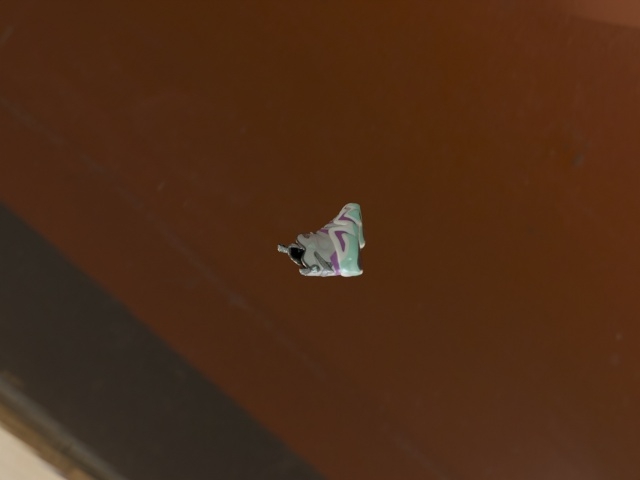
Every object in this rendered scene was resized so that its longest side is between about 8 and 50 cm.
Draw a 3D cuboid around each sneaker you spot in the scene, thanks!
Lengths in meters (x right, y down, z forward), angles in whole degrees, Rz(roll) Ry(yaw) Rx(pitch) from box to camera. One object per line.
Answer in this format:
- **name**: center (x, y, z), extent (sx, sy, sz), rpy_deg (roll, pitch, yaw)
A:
- **sneaker**: center (0.000, 0.000, 1.297), extent (0.069, 0.098, 0.038), rpy_deg (-7, 112, 7)
